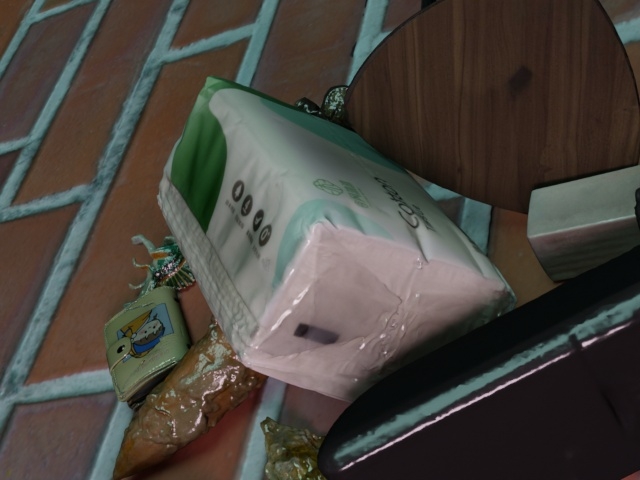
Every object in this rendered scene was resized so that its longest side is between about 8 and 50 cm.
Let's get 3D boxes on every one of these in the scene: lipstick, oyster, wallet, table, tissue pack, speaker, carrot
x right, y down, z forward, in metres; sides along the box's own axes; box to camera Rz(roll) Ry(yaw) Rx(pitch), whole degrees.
[{"bbox_3d":[0.389,-0.039,1.168,0.371,0.080,0.076,-12,43,28],"label":"lipstick"},{"bbox_3d":[-0.002,0.238,1.220,0.122,0.045,0.146,-10,42,10],"label":"oyster"},{"bbox_3d":[-0.217,0.130,1.499,0.110,0.039,0.155,-32,36,4],"label":"wallet"},{"bbox_3d":[0.203,-0.219,1.307,0.317,0.317,0.249,-9,39,31],"label":"table"},{"bbox_3d":[0.001,-0.001,1.260,0.194,0.266,0.356,-60,34,16],"label":"tissue pack"},{"bbox_3d":[0.192,0.120,1.084,0.388,0.180,0.184,-29,30,8],"label":"speaker"},{"bbox_3d":[-0.142,0.177,1.362,0.263,0.102,0.102,-44,37,-1],"label":"carrot"}]

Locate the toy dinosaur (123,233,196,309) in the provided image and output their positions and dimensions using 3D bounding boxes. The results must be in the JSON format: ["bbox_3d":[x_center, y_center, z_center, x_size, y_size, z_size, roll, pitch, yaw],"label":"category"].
[{"bbox_3d":[-0.191,0.025,1.599,0.187,0.044,0.106,-24,50,-5],"label":"toy dinosaur"}]

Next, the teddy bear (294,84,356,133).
[{"bbox_3d":[0.002,-0.130,1.581,0.119,0.078,0.160,38,90,9],"label":"teddy bear"}]
